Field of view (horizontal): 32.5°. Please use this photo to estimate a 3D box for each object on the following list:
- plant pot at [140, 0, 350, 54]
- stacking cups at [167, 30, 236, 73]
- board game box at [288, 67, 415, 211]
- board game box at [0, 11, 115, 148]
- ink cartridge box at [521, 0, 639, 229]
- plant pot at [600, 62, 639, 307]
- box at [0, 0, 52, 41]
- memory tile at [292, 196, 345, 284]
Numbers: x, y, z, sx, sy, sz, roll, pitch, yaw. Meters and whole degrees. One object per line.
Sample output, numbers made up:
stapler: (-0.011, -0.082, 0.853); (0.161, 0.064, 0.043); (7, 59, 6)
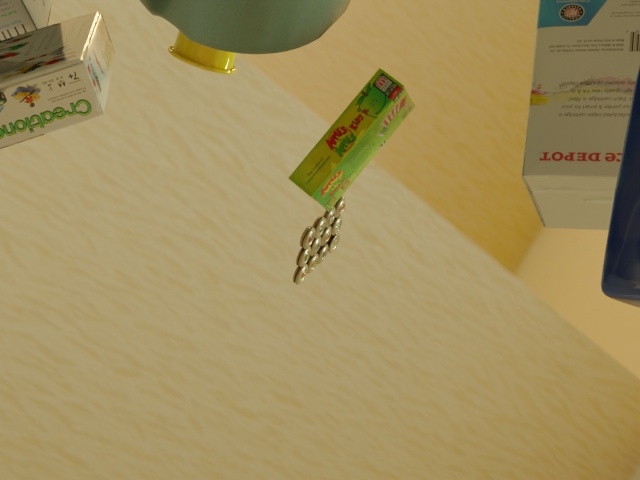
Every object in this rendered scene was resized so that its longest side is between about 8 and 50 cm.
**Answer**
plant pot: (-0.055, -0.378, 1.046); (0.334, 0.341, 0.341); (114, -5, -57)
stacking cups: (-0.103, -0.376, 1.403); (0.096, 0.096, 0.316); (-126, -127, -62)
board game box: (0.043, -0.128, 1.417); (0.181, 0.043, 0.092); (-50, 162, 1)
board game box: (-0.291, -0.140, 1.007); (0.193, 0.053, 0.305); (-18, -159, -2)
ink cartridge box: (0.386, -0.168, 1.440); (0.198, 0.197, 0.270); (3, -108, 20)
plant pot: (0.411, -0.036, 0.968); (0.212, 0.236, 0.236); (8, -94, 48)
box: (-0.463, -0.294, 1.197); (0.262, 0.231, 0.127); (-18, -142, 6)
memory tile: (0.000, 0.000, 1.777); (0.148, 0.012, 0.113); (-45, 154, -49)
